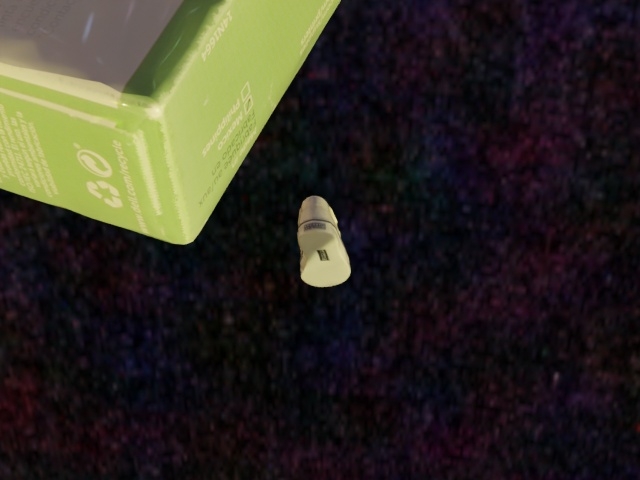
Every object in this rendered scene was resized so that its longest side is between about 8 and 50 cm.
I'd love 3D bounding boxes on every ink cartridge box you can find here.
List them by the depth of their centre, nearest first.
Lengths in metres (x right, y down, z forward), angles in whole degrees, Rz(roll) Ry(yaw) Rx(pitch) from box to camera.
[{"bbox_3d":[-0.103,-0.108,0.454,0.235,0.056,0.171,17,57,18],"label":"ink cartridge box"}]

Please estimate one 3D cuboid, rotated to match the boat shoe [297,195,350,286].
[{"bbox_3d":[0.000,0.000,1.172,0.035,0.100,0.035,-5,65,6],"label":"boat shoe"}]
